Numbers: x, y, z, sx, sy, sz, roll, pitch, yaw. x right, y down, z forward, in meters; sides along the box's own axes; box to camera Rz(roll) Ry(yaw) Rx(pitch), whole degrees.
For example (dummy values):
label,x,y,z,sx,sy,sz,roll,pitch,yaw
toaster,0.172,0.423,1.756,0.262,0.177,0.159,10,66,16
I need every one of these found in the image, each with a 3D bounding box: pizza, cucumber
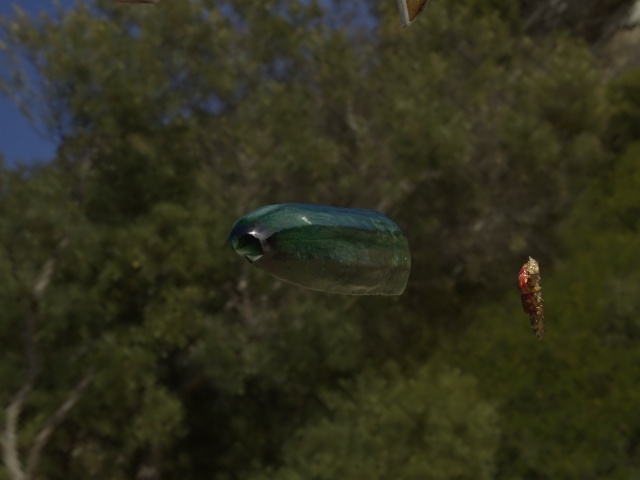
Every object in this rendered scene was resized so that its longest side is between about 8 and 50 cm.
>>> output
label,x,y,z,sx,sy,sz,roll,pitch,yaw
pizza,0.258,0.057,1.986,0.099,0.029,0.100,-84,-13,-59
cucumber,0.000,0.000,1.580,0.063,0.115,0.244,-57,-24,18

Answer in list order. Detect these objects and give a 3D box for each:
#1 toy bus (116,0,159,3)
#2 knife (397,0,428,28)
label,x,y,z,sx,sy,sz,roll,pitch,yaw
toy bus,-0.278,-0.394,2.017,0.274,0.090,0.112,32,-113,-60
knife,0.079,-0.317,1.431,0.046,0.022,0.256,-10,-73,-31
